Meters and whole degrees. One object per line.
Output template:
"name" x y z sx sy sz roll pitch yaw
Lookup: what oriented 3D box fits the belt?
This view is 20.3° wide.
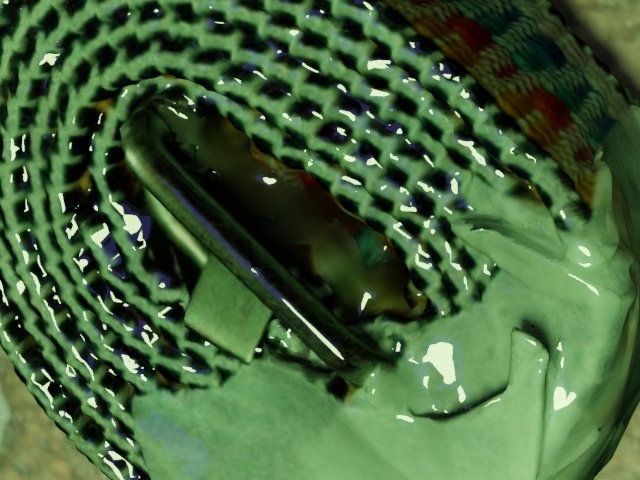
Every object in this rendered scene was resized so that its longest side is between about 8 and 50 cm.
"belt" 0.000 0.000 0.612 0.257 0.150 0.207 45 120 4
